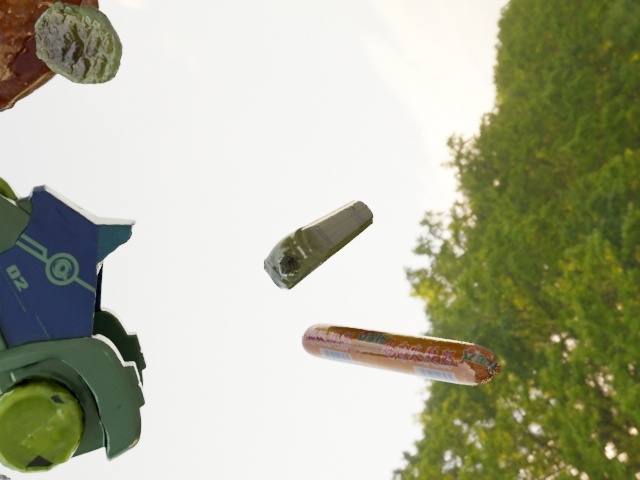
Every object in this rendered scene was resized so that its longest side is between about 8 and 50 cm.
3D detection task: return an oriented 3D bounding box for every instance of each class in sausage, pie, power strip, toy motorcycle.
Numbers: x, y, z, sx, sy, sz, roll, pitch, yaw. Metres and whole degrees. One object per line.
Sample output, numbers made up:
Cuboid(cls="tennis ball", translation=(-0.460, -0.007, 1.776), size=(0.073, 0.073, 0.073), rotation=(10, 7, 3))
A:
Cuboid(cls="sausage", translation=(0.088, 0.146, 1.006), size=(0.053, 0.347, 0.053), rotation=(-1, -89, -42))
Cuboid(cls="pie", translation=(-0.224, -0.180, 0.709), size=(0.084, 0.084, 0.020), rotation=(39, -150, -17))
Cuboid(cls="power strip", translation=(0.000, 0.000, 1.167), size=(0.066, 0.092, 0.387), rotation=(49, -161, 2))
Cuboid(cls="toy motorcycle", translation=(-0.284, 0.070, 0.840), size=(0.191, 0.199, 0.327), rotation=(-150, 46, -76))

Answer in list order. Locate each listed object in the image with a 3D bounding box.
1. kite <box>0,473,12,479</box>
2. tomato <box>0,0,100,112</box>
Cuboid(cls="kite", translation=(-0.450, 0.253, 0.899), size=(0.204, 0.360, 0.022), rotation=(23, -112, -7))
Cuboid(cls="tomato", translation=(-0.425, -0.315, 0.932), size=(0.170, 0.309, 0.309), rotation=(40, -158, 23))
